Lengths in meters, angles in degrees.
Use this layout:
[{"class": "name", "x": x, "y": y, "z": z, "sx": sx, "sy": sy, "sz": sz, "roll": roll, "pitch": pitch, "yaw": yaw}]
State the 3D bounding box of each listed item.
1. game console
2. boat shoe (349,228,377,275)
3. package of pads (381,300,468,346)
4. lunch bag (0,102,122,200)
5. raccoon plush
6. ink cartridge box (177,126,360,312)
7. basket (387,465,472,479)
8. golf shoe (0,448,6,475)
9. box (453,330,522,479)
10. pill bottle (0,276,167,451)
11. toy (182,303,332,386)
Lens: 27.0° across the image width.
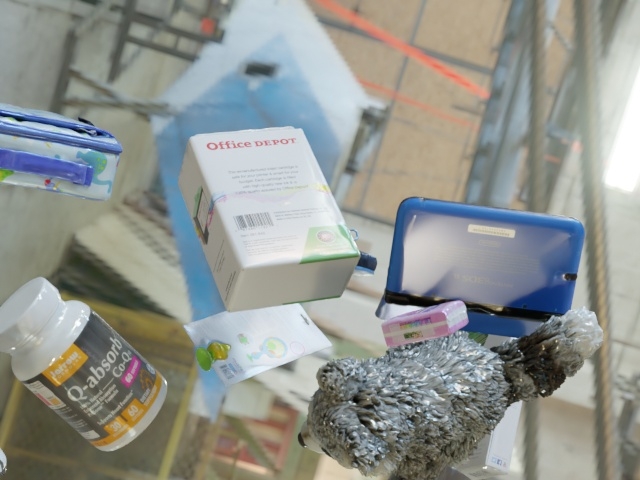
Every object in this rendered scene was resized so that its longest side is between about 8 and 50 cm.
[{"class": "game console", "x": 0.248, "y": 0.051, "z": 2.137, "sx": 0.173, "sy": 0.293, "sz": 0.250, "roll": -92, "pitch": -171, "yaw": -75}, {"class": "boat shoe", "x": 0.000, "y": 0.000, "z": 2.523, "sx": 0.109, "sy": 0.258, "sz": 0.089, "roll": 32, "pitch": 78, "yaw": -56}, {"class": "package of pads", "x": 0.112, "y": 0.090, "z": 1.433, "sx": 0.050, "sy": 0.083, "sz": 0.032, "roll": -18, "pitch": 92, "yaw": -56}, {"class": "lunch bag", "x": -0.350, "y": -0.108, "z": 1.549, "sx": 0.176, "sy": 0.219, "sz": 0.090, "roll": 27, "pitch": -75, "yaw": 58}, {"class": "raccoon plush", "x": 0.173, "y": 0.182, "z": 1.904, "sx": 0.446, "sy": 0.216, "sz": 0.299, "roll": -40, "pitch": 160, "yaw": 3}, {"class": "ink cartridge box", "x": -0.088, "y": -0.038, "z": 2.119, "sx": 0.117, "sy": 0.201, "sz": 0.278, "roll": 112, "pitch": -37, "yaw": -46}, {"class": "basket", "x": 0.141, "y": 0.457, "z": 2.129, "sx": 0.226, "sy": 0.154, "sz": 0.204, "roll": -59, "pitch": 172, "yaw": -11}, {"class": "golf shoe", "x": -0.475, "y": 0.277, "z": 1.802, "sx": 0.198, "sy": 0.077, "sz": 0.093, "roll": 18, "pitch": 82, "yaw": -77}, {"class": "box", "x": 0.295, "y": 0.294, "z": 2.506, "sx": 0.232, "sy": 0.058, "sz": 0.322, "roll": -30, "pitch": -141, "yaw": 57}, {"class": "pill bottle", "x": -0.393, "y": 0.198, "z": 2.151, "sx": 0.162, "sy": 0.278, "sz": 0.162, "roll": -35, "pitch": -156, "yaw": 19}, {"class": "toy", "x": -0.113, "y": 0.175, "z": 2.274, "sx": 0.237, "sy": 0.137, "sz": 0.056, "roll": -15, "pitch": 146, "yaw": -42}]
